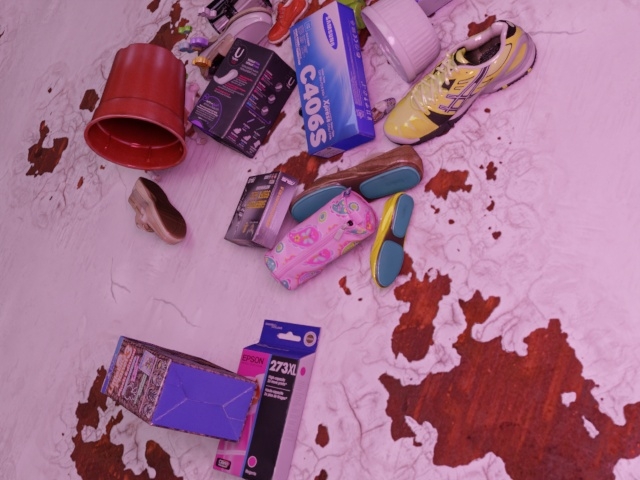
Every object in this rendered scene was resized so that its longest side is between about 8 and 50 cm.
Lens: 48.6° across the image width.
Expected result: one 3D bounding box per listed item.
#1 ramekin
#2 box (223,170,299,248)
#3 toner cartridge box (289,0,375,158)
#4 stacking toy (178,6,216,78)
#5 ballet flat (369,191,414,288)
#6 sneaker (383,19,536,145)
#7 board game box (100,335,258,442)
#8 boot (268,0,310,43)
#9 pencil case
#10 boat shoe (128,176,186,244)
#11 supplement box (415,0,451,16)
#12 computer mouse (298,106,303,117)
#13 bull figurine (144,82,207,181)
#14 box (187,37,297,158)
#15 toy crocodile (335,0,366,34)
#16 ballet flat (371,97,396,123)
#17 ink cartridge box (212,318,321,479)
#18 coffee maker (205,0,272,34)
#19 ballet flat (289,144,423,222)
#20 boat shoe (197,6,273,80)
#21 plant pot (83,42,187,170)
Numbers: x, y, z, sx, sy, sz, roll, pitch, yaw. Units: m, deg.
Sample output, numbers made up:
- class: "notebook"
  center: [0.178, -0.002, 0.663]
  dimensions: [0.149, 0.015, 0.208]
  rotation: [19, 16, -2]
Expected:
- class: "ramekin"
  center: [0.197, -0.490, 1.683]
  dimensions: [0.109, 0.207, 0.207]
  rotation: [-35, 56, 7]
- class: "box"
  center: [-0.152, -0.075, 1.770]
  dimensions: [0.231, 0.056, 0.183]
  rotation: [4, 71, 65]
- class: "toner cartridge box"
  center: [0.026, -0.397, 1.767]
  dimensions: [0.165, 0.075, 0.348]
  rotation: [-18, 76, 38]
- class: "stacking toy"
  center: [-0.381, -0.576, 2.091]
  dimensions: [0.221, 0.052, 0.167]
  rotation: [-3, 80, 55]
- class: "ballet flat"
  center: [0.152, 0.000, 1.602]
  dimensions: [0.077, 0.077, 0.231]
  rotation: [-5, 65, 55]
- class: "sneaker"
  center: [0.291, -0.364, 1.601]
  dimensions: [0.384, 0.147, 0.145]
  rotation: [-36, 57, 18]
- class: "board game box"
  center: [-0.328, 0.337, 1.624]
  dimensions: [0.291, 0.232, 0.141]
  rotation: [6, 75, 54]
- class: "boot"
  center: [-0.108, -0.636, 2.012]
  dimensions: [0.158, 0.084, 0.059]
  rotation: [-51, 56, 9]
- class: "pencil case"
  center: [0.000, 0.000, 1.642]
  dimensions: [0.284, 0.124, 0.124]
  rotation: [-35, 55, 28]
- class: "boat shoe"
  center: [-0.471, -0.067, 2.014]
  dimensions: [0.098, 0.109, 0.302]
  rotation: [-52, 47, 12]
- class: "supplement box"
  center: [0.246, -0.685, 1.737]
  dimensions: [0.111, 0.114, 0.220]
  rotation: [-30, 77, 21]
- class: "computer mouse"
  center: [-0.005, -0.423, 1.884]
  dimensions: [0.106, 0.042, 0.193]
  rotation: [-10, 66, 31]
- class: "bull figurine"
  center: [-0.445, -0.324, 2.098]
  dimensions: [0.310, 0.101, 0.188]
  rotation: [-40, 56, 13]
- class: "box"
  center: [-0.208, -0.389, 1.940]
  dimensions: [0.165, 0.143, 0.270]
  rotation: [31, 89, 36]
- class: "toy crocodile"
  center: [0.082, -0.631, 1.884]
  dimensions: [0.115, 0.105, 0.341]
  rotation: [-2, 66, 33]
- class: "ballet flat"
  center: [0.137, -0.315, 1.749]
  dimensions: [0.114, 0.041, 0.041]
  rotation: [-42, 54, 12]
- class: "ink cartridge box"
  center: [-0.121, 0.364, 1.636]
  dimensions: [0.175, 0.069, 0.371]
  rotation: [4, 71, 35]
- class: "coffee maker"
  center: [-0.252, -0.706, 2.130]
  dimensions: [0.178, 0.120, 0.171]
  rotation: [-36, 32, 15]
- class: "ballet flat"
  center: [0.083, -0.143, 1.684]
  dimensions: [0.342, 0.116, 0.124]
  rotation: [-22, 41, 24]
- class: "boat shoe"
  center: [-0.243, -0.560, 2.050]
  dimensions: [0.302, 0.113, 0.103]
  rotation: [-24, 63, 43]
- class: "plant pot"
  center: [-0.484, -0.374, 1.943]
  dimensions: [0.272, 0.272, 0.265]
  rotation: [-11, 61, 29]
